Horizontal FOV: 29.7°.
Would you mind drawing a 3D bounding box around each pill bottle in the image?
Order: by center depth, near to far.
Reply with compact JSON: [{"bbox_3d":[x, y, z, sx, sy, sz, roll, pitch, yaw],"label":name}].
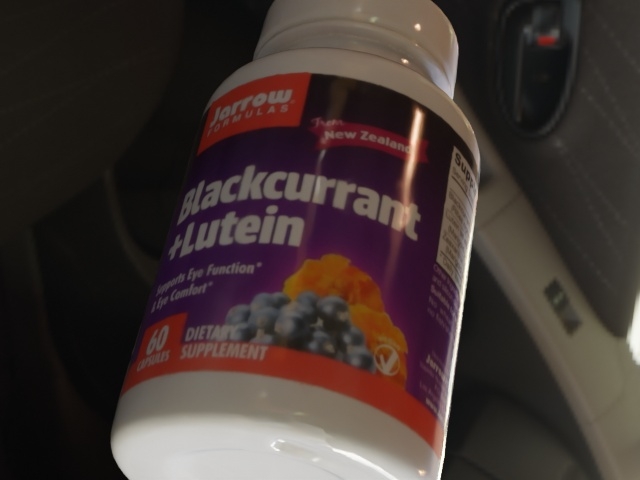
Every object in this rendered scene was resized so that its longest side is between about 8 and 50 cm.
[{"bbox_3d":[0.000,0.000,0.433,0.108,0.108,0.193,66,30,-52],"label":"pill bottle"}]
